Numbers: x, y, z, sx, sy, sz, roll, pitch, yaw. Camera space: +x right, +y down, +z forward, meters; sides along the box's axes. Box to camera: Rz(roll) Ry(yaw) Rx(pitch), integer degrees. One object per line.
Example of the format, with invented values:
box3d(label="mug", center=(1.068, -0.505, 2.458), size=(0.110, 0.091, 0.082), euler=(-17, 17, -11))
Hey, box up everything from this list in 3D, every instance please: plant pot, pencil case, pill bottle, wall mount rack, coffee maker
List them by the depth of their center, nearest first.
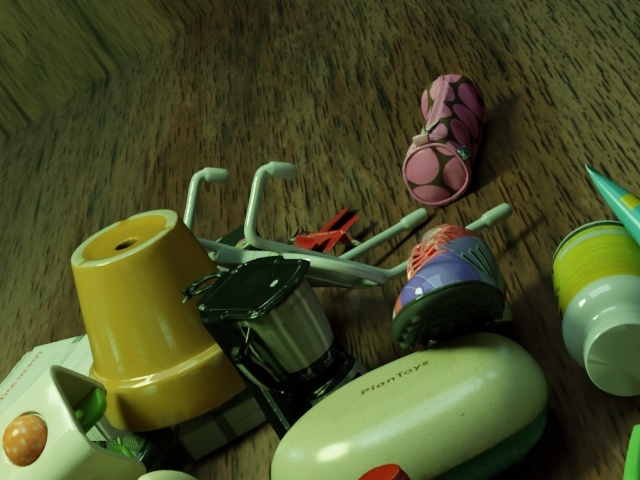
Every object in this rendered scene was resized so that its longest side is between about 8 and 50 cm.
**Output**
box3d(label="pill bottle", center=(0.267, 0.063, 1.609), size=(0.103, 0.103, 0.184), euler=(-28, 21, 14))
box3d(label="coffee maker", center=(-0.035, 0.111, 1.842), size=(0.120, 0.178, 0.171), euler=(-35, 23, -10))
box3d(label="plant pot", center=(-0.180, 0.077, 1.961), size=(0.205, 0.188, 0.205), euler=(-20, 20, 8))
box3d(label="wall mount rack", center=(0.023, -0.009, 1.986), size=(0.350, 0.304, 0.130), euler=(1, 78, 66))
box3d(label="pencil case", center=(0.154, -0.132, 2.202), size=(0.095, 0.098, 0.209), euler=(-26, 22, 21))

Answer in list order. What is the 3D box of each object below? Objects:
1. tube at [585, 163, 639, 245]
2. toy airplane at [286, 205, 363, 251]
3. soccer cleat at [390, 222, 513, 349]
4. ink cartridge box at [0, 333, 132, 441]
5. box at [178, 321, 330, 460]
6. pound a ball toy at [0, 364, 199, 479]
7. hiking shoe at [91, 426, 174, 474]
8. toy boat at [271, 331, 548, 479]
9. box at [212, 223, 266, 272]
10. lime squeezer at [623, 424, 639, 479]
box3d(label="tube", center=(0.315, 0.006, 1.601), size=(0.052, 0.080, 0.207), euler=(-45, 51, 7))
box3d(label="toy airplane", center=(0.000, 0.000, 2.238), size=(0.151, 0.028, 0.151), euler=(-30, 22, 14))
box3d(label="soccer cleat", center=(0.117, 0.036, 1.681), size=(0.108, 0.116, 0.318), euler=(-18, -8, 10))
box3d(label="ink cartridge box", center=(-0.300, 0.193, 2.170), size=(0.218, 0.092, 0.158), euler=(-13, 29, 40))
box3d(label="box", center=(-0.072, 0.156, 1.993), size=(0.186, 0.038, 0.145), euler=(-31, 21, 9))
box3d(label="pound a ball toy", center=(-0.295, 0.277, 1.821), size=(0.319, 0.136, 0.208), euler=(-43, 53, 14))
box3d(label="hiking shoe", center=(-0.271, 0.254, 1.965), size=(0.227, 0.114, 0.086), euler=(-34, 22, 0))
box3d(label="toy boat", center=(0.082, 0.211, 1.541), size=(0.267, 0.148, 0.318), euler=(-24, 15, 12))
box3d(label="box", center=(-0.102, 0.023, 2.303), size=(0.062, 0.052, 0.083), euler=(-29, 21, 9))
box3d(label="lime squeezer", center=(0.201, 0.241, 1.388), size=(0.110, 0.059, 0.310), euler=(-4, 37, 52))
